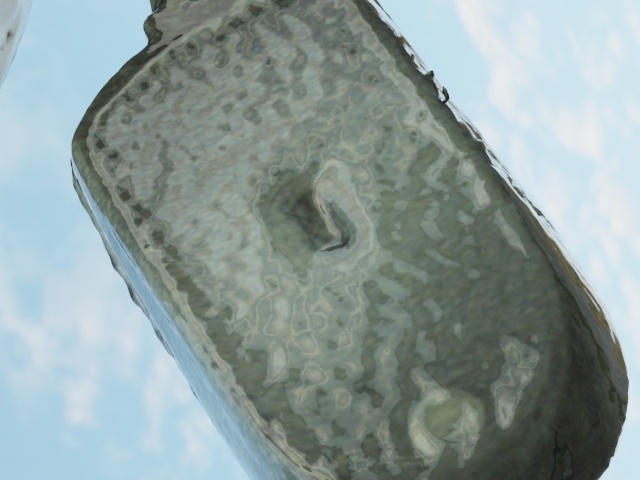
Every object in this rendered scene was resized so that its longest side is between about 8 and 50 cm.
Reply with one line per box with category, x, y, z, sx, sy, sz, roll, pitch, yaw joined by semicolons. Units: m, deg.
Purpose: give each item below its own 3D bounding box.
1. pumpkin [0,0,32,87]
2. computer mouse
pumpkin;-0.255;-0.096;0.530;0.225;0.303;0.256;-53;-21;-21
computer mouse;0.003;0.004;0.410;0.229;0.113;0.068;57;178;39
